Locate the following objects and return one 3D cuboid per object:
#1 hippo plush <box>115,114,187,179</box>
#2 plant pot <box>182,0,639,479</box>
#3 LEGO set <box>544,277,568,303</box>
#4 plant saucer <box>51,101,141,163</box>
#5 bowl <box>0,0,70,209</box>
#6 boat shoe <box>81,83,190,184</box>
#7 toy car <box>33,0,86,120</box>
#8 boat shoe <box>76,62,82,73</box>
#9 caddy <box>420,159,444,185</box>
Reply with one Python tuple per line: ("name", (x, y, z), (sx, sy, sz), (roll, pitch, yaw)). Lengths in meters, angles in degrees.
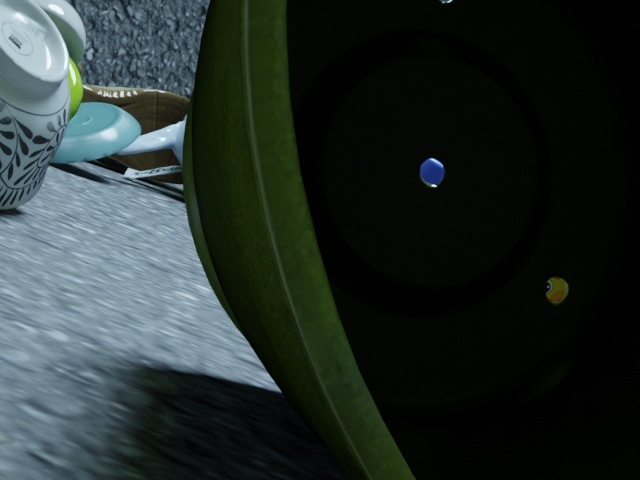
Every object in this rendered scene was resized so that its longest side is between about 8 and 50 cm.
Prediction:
("hippo plush", (-0.060, -0.164, 1.631), (0.294, 0.236, 0.234), (7, -12, 3))
("plant pot", (0.101, -0.039, 0.523), (0.366, 0.366, 0.353), (18, -8, -18))
("LEGO set", (0.128, 0.059, 0.815), (0.227, 0.093, 0.087), (22, 4, 38))
("plant saucer", (-0.242, -0.113, 1.466), (0.119, 0.021, 0.119), (-5, 28, 3))
("bowl", (-0.214, -0.111, 0.928), (0.170, 0.080, 0.170), (42, 30, -31))
("boat shoe", (-0.236, -0.136, 1.687), (0.285, 0.104, 0.089), (16, 3, -22))
("toy car", (-0.280, -0.121, 1.165), (0.182, 0.159, 0.136), (16, -35, 0))
("boat shoe", (-0.330, -0.186, 1.774), (0.342, 0.123, 0.123), (20, 4, -1))
("caddy", (0.111, -0.019, 1.225), (0.341, 0.179, 0.241), (1, 31, -43))
